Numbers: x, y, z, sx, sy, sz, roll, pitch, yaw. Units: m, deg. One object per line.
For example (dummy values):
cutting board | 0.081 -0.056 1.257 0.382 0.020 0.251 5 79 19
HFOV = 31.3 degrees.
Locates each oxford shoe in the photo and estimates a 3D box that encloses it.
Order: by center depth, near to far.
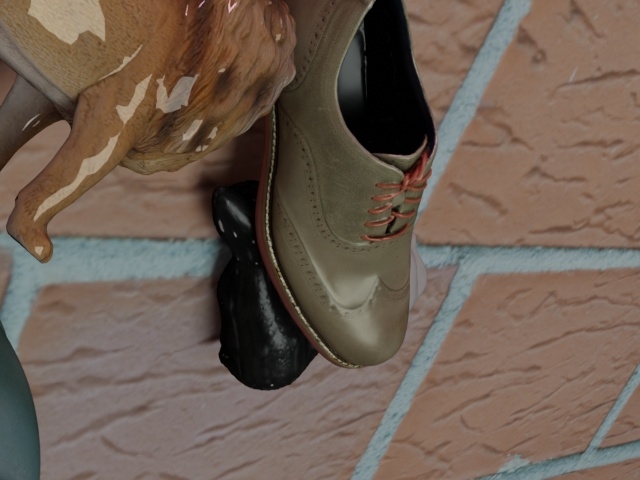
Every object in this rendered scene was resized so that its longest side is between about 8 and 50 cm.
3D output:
oxford shoe | 0.027 -0.039 0.879 0.123 0.130 0.348 -29 121 -29

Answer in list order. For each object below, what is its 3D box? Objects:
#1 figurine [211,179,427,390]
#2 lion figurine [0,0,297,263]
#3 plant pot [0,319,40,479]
figurine | 0.000 0.000 1.013 0.215 0.092 0.209 -28 135 -26
lion figurine | -0.168 -0.151 0.656 0.240 0.142 0.392 -50 140 -9
plant pot | -0.308 0.175 0.762 0.293 0.196 0.293 -26 138 -26
